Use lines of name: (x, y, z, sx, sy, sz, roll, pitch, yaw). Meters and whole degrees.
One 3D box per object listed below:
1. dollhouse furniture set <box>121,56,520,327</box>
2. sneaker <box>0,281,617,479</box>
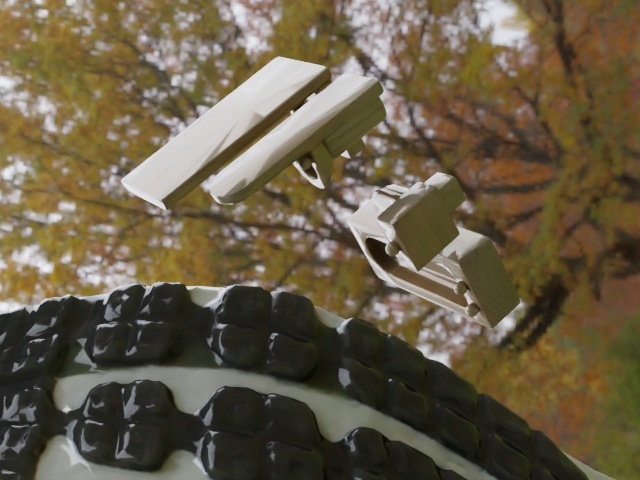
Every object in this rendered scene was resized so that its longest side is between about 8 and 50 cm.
dollhouse furniture set: (0.000, 0.000, 0.655, 0.123, 0.144, 0.151, -40, -59, -17)
sneaker: (0.038, 0.155, 0.378, 0.158, 0.410, 0.182, -85, 21, -48)
